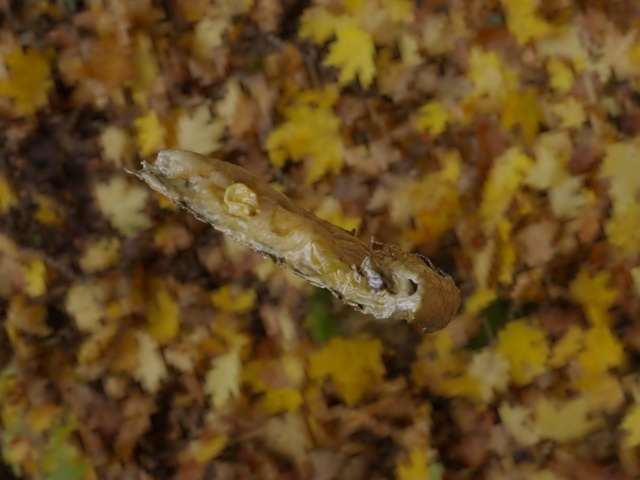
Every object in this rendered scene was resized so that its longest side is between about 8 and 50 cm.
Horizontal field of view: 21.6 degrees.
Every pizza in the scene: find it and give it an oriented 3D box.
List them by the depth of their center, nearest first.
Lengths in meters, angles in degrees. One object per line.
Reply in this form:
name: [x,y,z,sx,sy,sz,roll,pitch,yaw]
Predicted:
pizza: [0.029,0.015,1.986,0.435,0.392,0.080,30,95,33]
